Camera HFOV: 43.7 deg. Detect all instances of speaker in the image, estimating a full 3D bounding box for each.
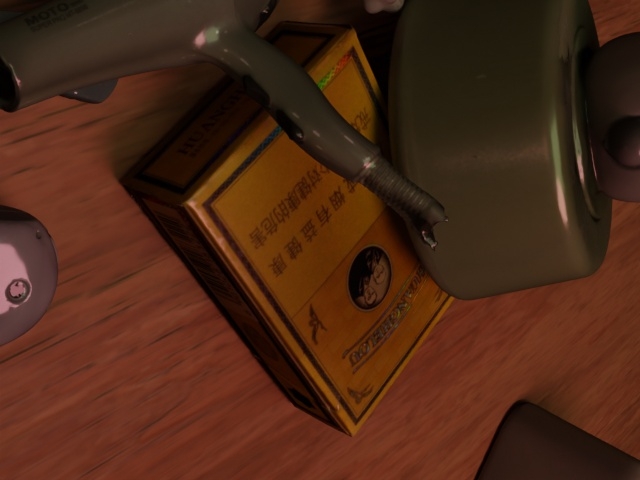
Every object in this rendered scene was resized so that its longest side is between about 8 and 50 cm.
[{"bbox_3d":[0.277,0.436,1.027,0.183,0.184,0.406,34,80,-45],"label":"speaker"}]

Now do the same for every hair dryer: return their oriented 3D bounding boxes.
[{"bbox_3d":[-0.070,-0.083,0.472,0.229,0.267,0.092,-18,156,-35],"label":"hair dryer"}]

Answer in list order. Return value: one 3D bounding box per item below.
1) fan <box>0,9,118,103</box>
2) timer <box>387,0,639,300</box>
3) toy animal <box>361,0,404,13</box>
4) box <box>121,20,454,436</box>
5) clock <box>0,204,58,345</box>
[{"bbox_3d":[-0.233,-0.123,0.438,0.282,0.023,0.057,3,104,-47],"label":"fan"},{"bbox_3d":[0.252,-0.101,0.662,0.290,0.315,0.291,16,72,-61],"label":"timer"},{"bbox_3d":[0.087,-0.327,0.621,0.282,0.138,0.140,-47,128,9],"label":"toy animal"},{"bbox_3d":[0.000,0.000,0.667,0.193,0.084,0.301,-49,133,-21],"label":"box"},{"bbox_3d":[-0.234,0.036,0.449,0.176,0.080,0.117,2,102,-45],"label":"clock"}]
